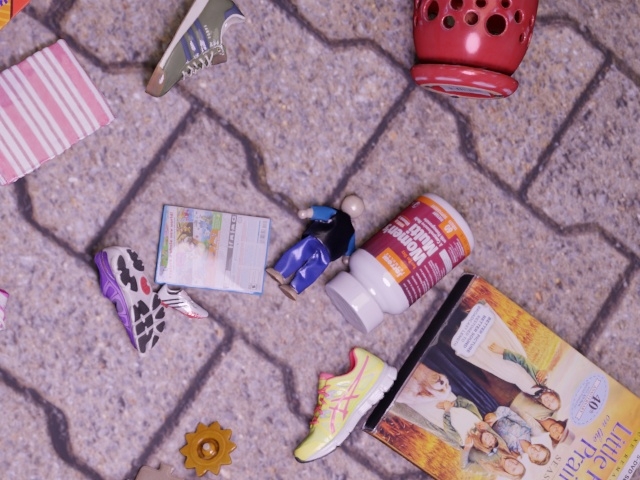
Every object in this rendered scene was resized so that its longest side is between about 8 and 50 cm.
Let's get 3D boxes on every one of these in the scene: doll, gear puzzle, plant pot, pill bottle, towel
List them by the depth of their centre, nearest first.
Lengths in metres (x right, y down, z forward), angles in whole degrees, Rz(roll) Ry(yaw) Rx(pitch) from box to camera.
[{"bbox_3d":[-0.417,-0.187,1.613,0.197,0.029,0.144,-34,98,-16],"label":"towel"},{"bbox_3d":[-0.220,0.420,1.619,0.175,0.044,0.339,14,66,20],"label":"gear puzzle"},{"bbox_3d":[0.231,-0.314,1.708,0.191,0.191,0.174,9,90,-15],"label":"plant pot"},{"bbox_3d":[0.121,0.037,1.708,0.221,0.121,0.121,-40,99,-13],"label":"pill bottle"},{"bbox_3d":[0.000,0.000,1.710,0.189,0.046,0.129,-46,119,-14],"label":"doll"}]

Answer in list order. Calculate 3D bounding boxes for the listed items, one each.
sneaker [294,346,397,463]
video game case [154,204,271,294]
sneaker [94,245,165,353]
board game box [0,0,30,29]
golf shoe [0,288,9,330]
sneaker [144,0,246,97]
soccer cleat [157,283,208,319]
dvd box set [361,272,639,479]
[{"bbox_3d":[0.021,0.251,1.706,0.094,0.081,0.208,43,72,-4],"label":"sneaker"},{"bbox_3d":[-0.163,0.015,1.685,0.166,0.015,0.119,7,88,-15],"label":"video game case"},{"bbox_3d":[-0.283,0.085,1.633,0.068,0.071,0.170,-35,116,-47],"label":"sneaker"},{"bbox_3d":[-0.619,-0.315,1.312,0.356,0.356,0.356,-51,120,-21],"label":"board game box"},{"bbox_3d":[-0.491,0.139,1.545,0.140,0.115,0.306,-15,96,-20],"label":"golf shoe"},{"bbox_3d":[-0.180,-0.284,1.656,0.086,0.064,0.192,30,79,-8],"label":"sneaker"},{"bbox_3d":[-0.205,0.092,1.662,0.083,0.029,0.036,23,109,-9],"label":"soccer cleat"},{"bbox_3d":[0.317,0.295,1.789,0.420,0.062,0.308,37,81,-12],"label":"dvd box set"}]
